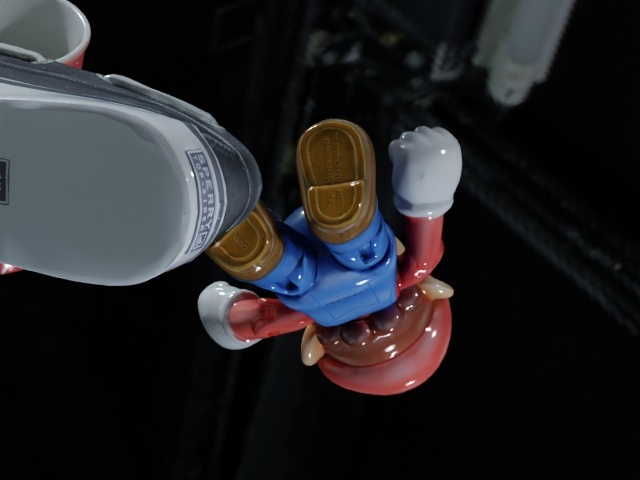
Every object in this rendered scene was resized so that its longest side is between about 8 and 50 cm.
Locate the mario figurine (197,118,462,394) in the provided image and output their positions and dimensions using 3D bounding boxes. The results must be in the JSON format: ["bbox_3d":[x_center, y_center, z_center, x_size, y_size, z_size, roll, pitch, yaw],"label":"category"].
[{"bbox_3d":[0.000,0.000,1.173,0.198,0.170,0.320,11,-17,18],"label":"mario figurine"}]

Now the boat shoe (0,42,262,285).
[{"bbox_3d":[-0.173,-0.051,0.771,0.301,0.102,0.108,10,-77,20],"label":"boat shoe"}]

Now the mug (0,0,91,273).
[{"bbox_3d":[-0.229,-0.079,1.070,0.150,0.113,0.169,31,-50,25],"label":"mug"}]
